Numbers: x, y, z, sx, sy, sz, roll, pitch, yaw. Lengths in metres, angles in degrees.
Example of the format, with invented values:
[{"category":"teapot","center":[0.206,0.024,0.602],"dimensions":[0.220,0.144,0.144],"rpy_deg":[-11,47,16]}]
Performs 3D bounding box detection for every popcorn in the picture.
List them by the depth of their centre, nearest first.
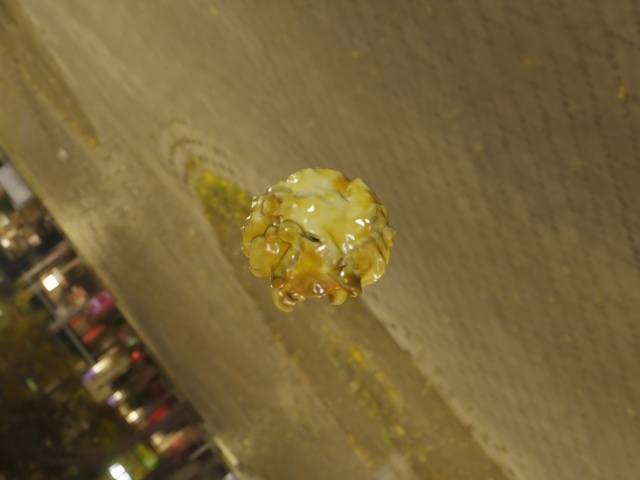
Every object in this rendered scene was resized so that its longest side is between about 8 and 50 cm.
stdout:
[{"category":"popcorn","center":[0.000,0.000,0.738],"dimensions":[0.083,0.082,0.057],"rpy_deg":[59,152,32]}]
